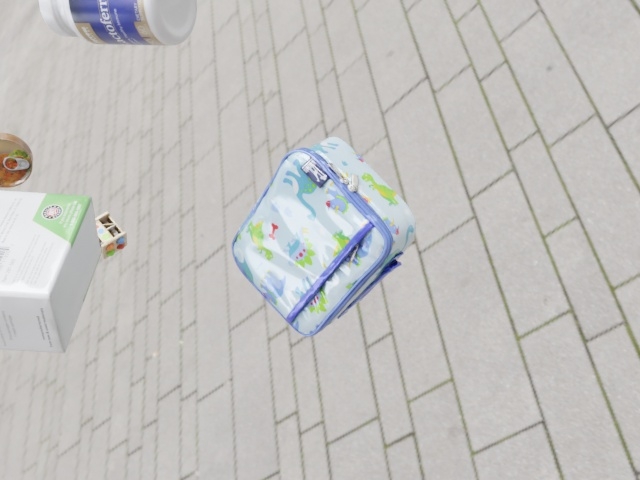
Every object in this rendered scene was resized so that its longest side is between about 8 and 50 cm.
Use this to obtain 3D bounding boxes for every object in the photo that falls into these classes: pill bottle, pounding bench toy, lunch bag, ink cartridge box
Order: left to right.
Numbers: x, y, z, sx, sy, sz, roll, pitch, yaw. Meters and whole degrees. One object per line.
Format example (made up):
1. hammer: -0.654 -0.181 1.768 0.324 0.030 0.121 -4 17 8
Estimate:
1. ink cartridge box: -0.363 0.026 0.763 0.160 0.219 0.093 -88 2 -49
2. pounding bench toy: -0.408 0.001 1.344 0.083 0.065 0.052 -36 -15 -26
3. pill bottle: -0.377 -0.441 1.347 0.264 0.153 0.153 7 71 22
4. lunch bag: 0.000 0.000 0.873 0.176 0.090 0.219 49 130 10

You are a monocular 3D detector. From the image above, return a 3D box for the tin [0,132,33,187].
1. tin: -0.646 -0.156 1.378 0.040 0.189 0.106 -106 22 -50
